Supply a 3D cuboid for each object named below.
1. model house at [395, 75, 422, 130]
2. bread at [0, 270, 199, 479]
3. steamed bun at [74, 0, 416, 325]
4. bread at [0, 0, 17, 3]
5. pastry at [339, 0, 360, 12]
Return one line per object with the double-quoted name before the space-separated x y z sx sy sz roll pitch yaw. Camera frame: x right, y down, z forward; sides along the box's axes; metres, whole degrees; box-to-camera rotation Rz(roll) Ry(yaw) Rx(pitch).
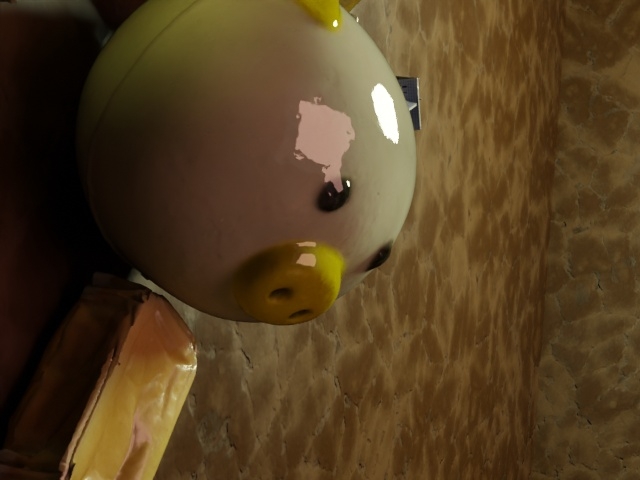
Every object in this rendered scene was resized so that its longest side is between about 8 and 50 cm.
"model house" 0.105 -0.218 1.819 0.167 0.088 0.117 -36 126 -62
"bread" -0.210 0.160 1.084 0.136 0.107 0.241 62 36 -45
"steamed bun" -0.066 -0.086 1.136 0.374 0.334 0.333 49 48 -61
"bread" -0.197 -0.338 0.878 0.236 0.264 0.198 58 38 -52
"pastry" -0.001 -0.350 1.335 0.136 0.330 0.329 36 49 -17
